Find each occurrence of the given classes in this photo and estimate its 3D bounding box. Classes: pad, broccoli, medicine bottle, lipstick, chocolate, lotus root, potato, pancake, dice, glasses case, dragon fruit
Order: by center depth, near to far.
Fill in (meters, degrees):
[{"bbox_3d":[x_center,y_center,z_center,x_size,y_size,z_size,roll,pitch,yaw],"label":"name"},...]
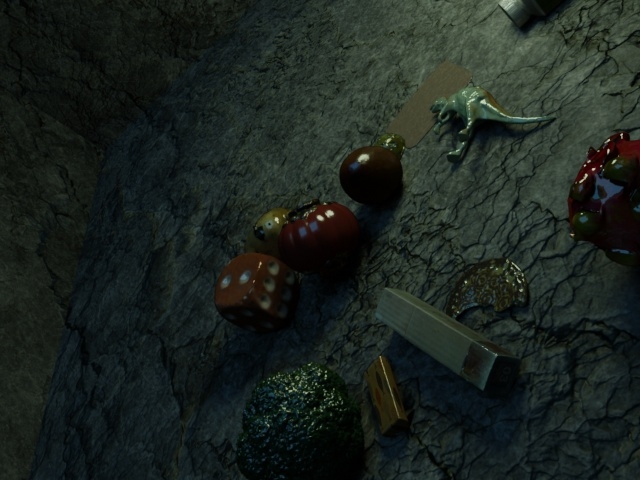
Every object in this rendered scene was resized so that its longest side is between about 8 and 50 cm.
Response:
[{"bbox_3d":[0.563,-0.094,1.171,0.307,0.243,0.227,-53,-5,10],"label":"dragon fruit"},{"bbox_3d":[0.248,0.197,1.434,0.371,0.076,0.080,31,105,56],"label":"lipstick"},{"bbox_3d":[0.348,0.117,1.446,0.184,0.020,0.190,-57,33,-4],"label":"pancake"},{"bbox_3d":[0.143,0.336,1.492,0.064,0.041,0.170,-51,33,27],"label":"glasses case"},{"bbox_3d":[-0.046,0.423,1.500,0.297,0.297,0.297,124,167,-68],"label":"broccoli"},{"bbox_3d":[0.557,-0.644,1.781,0.188,0.088,0.132,-41,36,19],"label":"medicine bottle"},{"bbox_3d":[0.128,-0.171,1.827,0.177,0.177,0.177,-32,40,31],"label":"chocolate"},{"bbox_3d":[-0.177,0.146,1.932,0.179,0.174,0.175,-13,50,47],"label":"dice"},{"bbox_3d":[0.303,-0.384,1.948,0.266,0.002,0.176,-50,34,8],"label":"pad"},{"bbox_3d":[0.154,-0.223,1.948,0.198,0.054,0.119,-46,38,15],"label":"potato"},{"bbox_3d":[-0.137,-0.008,2.031,0.257,0.154,0.140,-47,55,25],"label":"lotus root"}]

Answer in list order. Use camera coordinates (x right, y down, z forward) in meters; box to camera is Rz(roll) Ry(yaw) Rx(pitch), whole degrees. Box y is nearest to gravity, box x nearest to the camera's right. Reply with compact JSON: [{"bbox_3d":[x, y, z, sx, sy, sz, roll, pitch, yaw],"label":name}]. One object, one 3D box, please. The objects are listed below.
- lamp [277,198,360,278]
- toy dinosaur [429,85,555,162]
[{"bbox_3d":[0.000,0.000,1.820,0.227,0.227,0.227,-32,40,31],"label":"lamp"},{"bbox_3d":[0.386,-0.301,1.707,0.393,0.092,0.205,-3,55,53],"label":"toy dinosaur"}]
